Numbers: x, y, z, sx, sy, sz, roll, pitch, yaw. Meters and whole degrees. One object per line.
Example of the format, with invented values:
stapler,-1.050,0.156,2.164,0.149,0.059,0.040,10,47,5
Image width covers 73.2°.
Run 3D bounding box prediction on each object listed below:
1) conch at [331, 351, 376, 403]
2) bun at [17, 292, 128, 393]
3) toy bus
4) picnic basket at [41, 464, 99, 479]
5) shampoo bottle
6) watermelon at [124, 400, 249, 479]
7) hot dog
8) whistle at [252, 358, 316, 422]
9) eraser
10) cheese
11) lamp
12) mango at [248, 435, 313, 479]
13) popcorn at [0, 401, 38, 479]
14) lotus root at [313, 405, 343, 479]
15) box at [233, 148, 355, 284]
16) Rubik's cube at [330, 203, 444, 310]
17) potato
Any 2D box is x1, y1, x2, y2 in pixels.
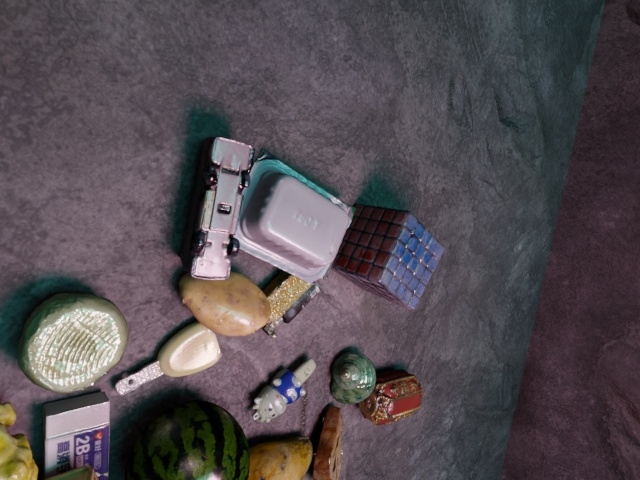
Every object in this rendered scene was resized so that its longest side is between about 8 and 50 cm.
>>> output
conch,0.106,0.469,1.457,0.176,0.122,0.188,-33,120,-2
bun,-0.491,0.199,0.858,0.195,0.118,0.195,-6,99,-41
toy bus,-0.246,-0.075,0.994,0.112,0.138,0.317,11,95,-37
picnic basket,-0.556,0.601,0.782,0.313,0.228,0.175,-15,117,-14
shampoo bottle,-0.085,0.195,1.251,0.207,0.063,0.057,-44,125,-25
watermelon,-0.306,0.536,1.012,0.285,0.285,0.285,-12,109,-39
hot dog,-0.090,0.125,1.221,0.242,0.073,0.084,-45,123,-24
whistle,-0.104,0.443,1.280,0.244,0.092,0.110,-35,118,-28
eraser,-0.525,0.445,0.927,0.124,0.068,0.210,-1,102,-37
cheese,-0.365,0.293,1.039,0.251,0.054,0.127,-26,114,-34
lamp,0.257,0.574,1.590,0.274,0.177,0.177,4,99,-44
mango,-0.146,0.688,1.274,0.176,0.175,0.329,-52,154,12
popcorn,-0.618,0.398,0.733,0.256,0.195,0.255,44,25,-9
lotus root,0.025,0.714,1.438,0.170,0.074,0.261,-44,138,-64
box,-0.052,-0.051,1.135,0.336,0.106,0.264,29,75,-31
Rubik's cube,0.203,0.048,1.347,0.237,0.238,0.237,38,77,-40
potato,-0.235,0.158,1.066,0.234,0.128,0.161,11,58,-36
